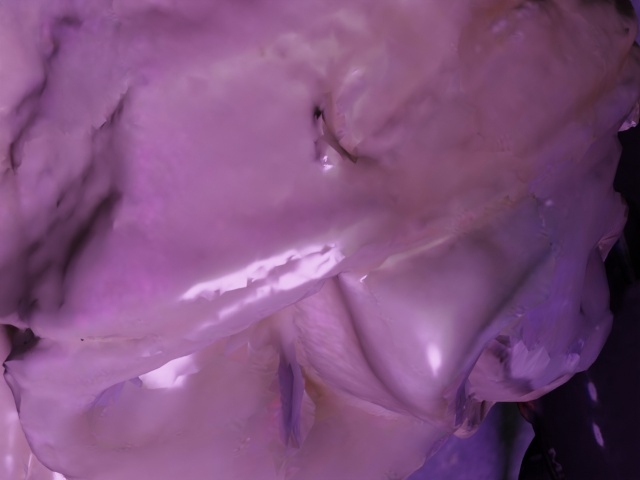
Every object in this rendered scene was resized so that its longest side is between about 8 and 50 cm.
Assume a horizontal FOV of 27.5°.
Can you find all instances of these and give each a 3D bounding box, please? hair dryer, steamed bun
[{"bbox_3d":[0.117,0.068,0.673,0.120,0.304,0.359,-7,151,-11],"label":"hair dryer"},{"bbox_3d":[0.000,0.000,0.473,0.280,0.207,0.268,-60,152,7],"label":"steamed bun"}]
